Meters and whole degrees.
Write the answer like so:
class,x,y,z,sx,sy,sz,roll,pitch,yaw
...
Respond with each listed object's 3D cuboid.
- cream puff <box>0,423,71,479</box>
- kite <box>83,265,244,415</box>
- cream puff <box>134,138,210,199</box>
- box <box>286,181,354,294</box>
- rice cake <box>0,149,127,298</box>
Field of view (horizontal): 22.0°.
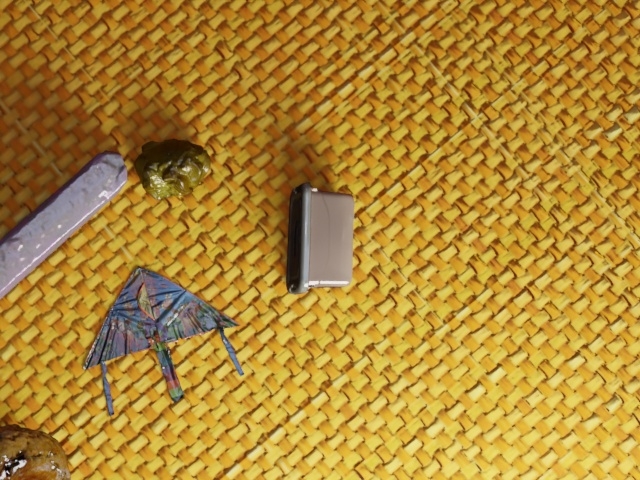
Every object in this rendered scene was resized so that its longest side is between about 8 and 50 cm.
class,x,y,z,sx,sy,sz,roll,pitch,yaw
cream puff,-0.385,0.245,1.781,0.183,0.183,0.169,-47,62,-4
kite,-0.183,0.105,1.856,0.183,0.010,0.160,-16,86,-3
cream puff,-0.164,-0.080,1.851,0.083,0.083,0.058,-30,127,-15
box,0.000,0.000,1.832,0.062,0.089,0.122,4,86,-11
rice cake,-0.327,0.009,1.813,0.298,0.106,0.050,-42,97,-4
